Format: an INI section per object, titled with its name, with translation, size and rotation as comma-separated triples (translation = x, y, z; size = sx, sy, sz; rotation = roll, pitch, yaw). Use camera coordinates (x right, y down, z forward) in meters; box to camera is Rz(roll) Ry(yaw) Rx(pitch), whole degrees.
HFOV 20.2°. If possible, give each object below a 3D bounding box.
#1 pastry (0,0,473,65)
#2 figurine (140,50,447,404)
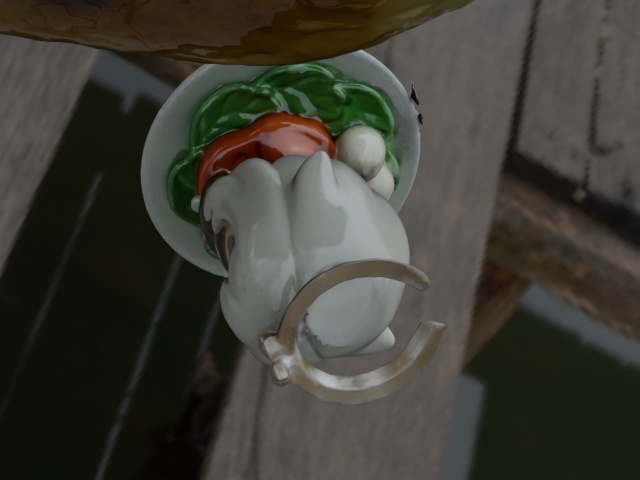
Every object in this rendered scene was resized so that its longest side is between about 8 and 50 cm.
[pastry]
translation = -0.042, -0.235, 0.568
size = 0.389, 0.388, 0.312
rotation = 9, 73, -27
[figurine]
translation = 0.000, 0.000, 0.752
size = 0.132, 0.132, 0.153
rotation = 13, 28, -23
